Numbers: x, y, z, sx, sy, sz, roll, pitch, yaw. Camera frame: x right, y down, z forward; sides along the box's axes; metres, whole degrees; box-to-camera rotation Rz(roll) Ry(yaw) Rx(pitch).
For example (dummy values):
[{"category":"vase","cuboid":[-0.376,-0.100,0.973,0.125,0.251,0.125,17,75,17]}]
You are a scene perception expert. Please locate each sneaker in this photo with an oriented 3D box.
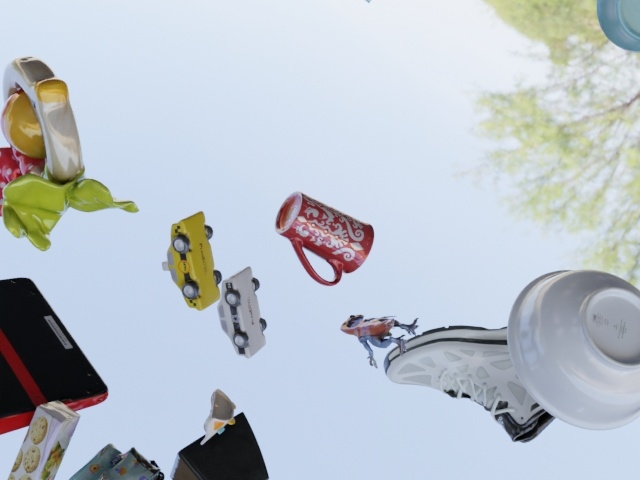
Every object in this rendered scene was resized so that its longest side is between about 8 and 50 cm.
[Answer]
[{"category":"sneaker","cuboid":[0.373,0.343,1.910,0.448,0.169,0.257,-8,-129,10]}]

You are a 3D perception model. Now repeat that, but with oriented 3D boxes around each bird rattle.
[{"category":"bird rattle","cuboid":[-0.309,-0.108,0.931,0.143,0.206,0.253,-12,-152,-25]}]

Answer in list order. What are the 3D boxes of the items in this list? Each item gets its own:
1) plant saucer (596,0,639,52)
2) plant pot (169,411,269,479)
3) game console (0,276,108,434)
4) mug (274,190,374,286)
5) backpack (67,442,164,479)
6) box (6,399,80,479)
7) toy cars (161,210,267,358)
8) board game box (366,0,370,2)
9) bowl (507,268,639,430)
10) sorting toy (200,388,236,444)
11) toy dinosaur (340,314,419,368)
[{"category":"plant saucer","cuboid":[0.369,-0.265,0.904,0.119,0.119,0.021,17,-156,-7]},{"category":"plant pot","cuboid":[-0.228,0.553,1.951,0.188,0.187,0.167,-28,-111,-32]},{"category":"game console","cuboid":[-0.665,0.227,1.661,0.342,0.060,0.386,-6,-136,-49]},{"category":"mug","cuboid":[0.006,-0.007,1.568,0.169,0.113,0.150,28,-144,-27]},{"category":"backpack","cuboid":[-0.401,0.483,1.506,0.144,0.166,0.188,33,-139,4]},{"category":"box","cuboid":[-0.559,0.465,1.571,0.067,0.324,0.063,28,-171,17]},{"category":"toy cars","cuboid":[-0.222,0.098,1.686,0.087,0.393,0.176,-3,-125,26]},{"category":"board game box","cuboid":[0.112,-0.580,1.416,0.144,0.275,0.142,47,-177,37]},{"category":"bowl","cuboid":[0.486,0.167,1.409,0.298,0.134,0.297,6,-115,-12]},{"category":"sorting toy","cuboid":[-0.184,0.314,1.411,0.045,0.075,0.083,32,-159,-16]},{"category":"toy dinosaur","cuboid":[0.048,0.077,0.748,0.082,0.090,0.047,10,-122,33]}]
